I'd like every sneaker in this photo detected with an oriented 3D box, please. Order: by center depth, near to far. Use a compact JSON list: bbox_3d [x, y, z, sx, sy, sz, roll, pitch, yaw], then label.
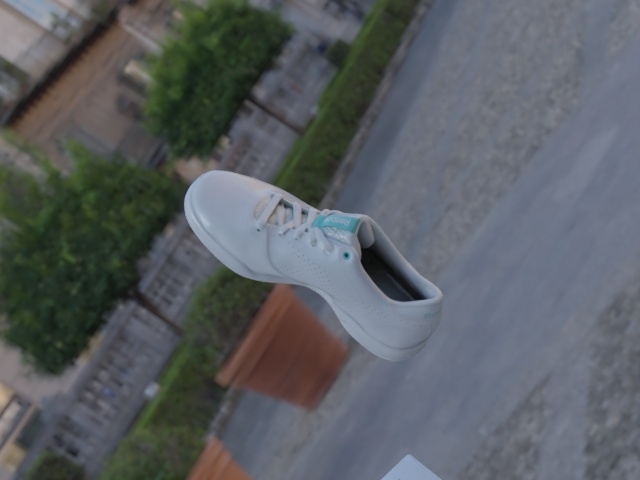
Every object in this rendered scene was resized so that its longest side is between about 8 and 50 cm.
[{"bbox_3d":[0.000,0.000,1.015,0.080,0.212,0.094,-57,-5,-30],"label":"sneaker"}]

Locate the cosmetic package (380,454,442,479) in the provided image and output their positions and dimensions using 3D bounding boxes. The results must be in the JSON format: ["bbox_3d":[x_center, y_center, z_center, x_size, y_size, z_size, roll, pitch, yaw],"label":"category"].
[{"bbox_3d":[0.011,0.345,0.897,0.377,0.097,0.284,-42,30,-10],"label":"cosmetic package"}]
